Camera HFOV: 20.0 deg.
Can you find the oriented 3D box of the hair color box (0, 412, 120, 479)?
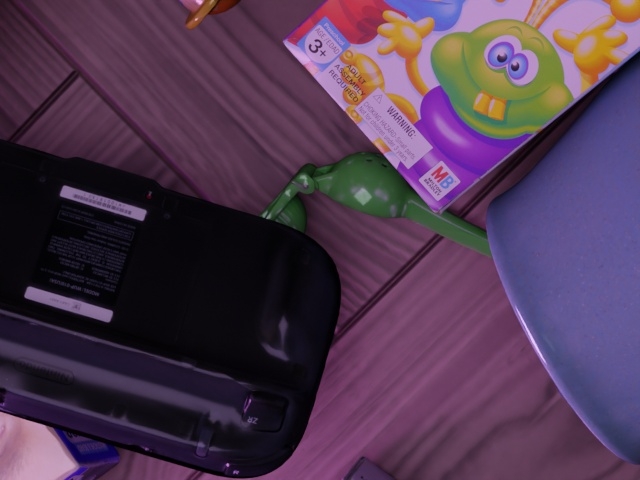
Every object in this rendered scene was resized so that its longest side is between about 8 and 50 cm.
[{"bbox_3d":[-0.307,0.063,1.183,0.185,0.110,0.339,-37,83,4],"label":"hair color box"}]

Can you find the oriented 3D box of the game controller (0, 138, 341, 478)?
[{"bbox_3d":[-0.150,0.031,1.109,0.319,0.067,0.166,17,60,-1],"label":"game controller"}]

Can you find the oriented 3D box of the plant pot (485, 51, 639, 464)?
[{"bbox_3d":[0.245,-0.008,1.041,0.255,0.271,0.272,-30,88,19],"label":"plant pot"}]

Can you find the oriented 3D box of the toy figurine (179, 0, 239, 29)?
[{"bbox_3d":[-0.025,-0.238,1.091,0.209,0.213,0.148,-34,104,13],"label":"toy figurine"}]

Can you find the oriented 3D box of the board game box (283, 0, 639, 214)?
[{"bbox_3d":[0.136,-0.167,1.044,0.142,0.144,0.275,48,122,-3],"label":"board game box"}]

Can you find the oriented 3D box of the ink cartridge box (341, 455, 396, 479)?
[{"bbox_3d":[0.021,0.259,1.176,0.139,0.082,0.191,37,99,5],"label":"ink cartridge box"}]

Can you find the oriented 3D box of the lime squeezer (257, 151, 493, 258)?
[{"bbox_3d":[0.000,0.000,1.187,0.310,0.059,0.110,-11,122,9],"label":"lime squeezer"}]
